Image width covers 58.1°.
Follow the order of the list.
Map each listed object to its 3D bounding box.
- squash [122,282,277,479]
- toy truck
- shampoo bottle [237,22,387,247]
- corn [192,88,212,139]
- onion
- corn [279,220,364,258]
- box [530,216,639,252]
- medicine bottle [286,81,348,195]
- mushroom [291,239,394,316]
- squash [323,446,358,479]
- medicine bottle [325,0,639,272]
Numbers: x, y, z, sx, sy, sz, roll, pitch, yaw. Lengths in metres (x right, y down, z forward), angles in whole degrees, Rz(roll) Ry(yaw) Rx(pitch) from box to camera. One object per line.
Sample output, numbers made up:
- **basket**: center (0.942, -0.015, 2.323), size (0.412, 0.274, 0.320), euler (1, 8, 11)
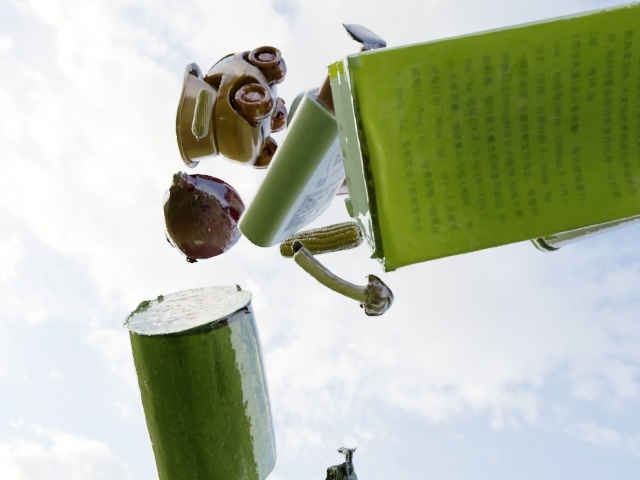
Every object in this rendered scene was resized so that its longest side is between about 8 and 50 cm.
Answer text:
- **squash**: center (-0.234, 0.298, 1.174), size (0.262, 0.263, 0.385), euler (2, -70, 23)
- **toy truck**: center (-0.185, -0.285, 1.265), size (0.211, 0.288, 0.204), euler (5, -36, 4)
- **shampoo bottle**: center (0.003, -0.123, 0.656), size (0.071, 0.153, 0.284), euler (41, -45, 14)
- **corn**: center (-0.192, -0.205, 0.940), size (0.027, 0.028, 0.084), euler (14, -83, 20)
- **onion**: center (-0.223, -0.060, 1.049), size (0.159, 0.160, 0.195), euler (2, -37, 22)
- **corn**: center (0.000, 0.000, 1.514), size (0.230, 0.080, 0.080), euler (-10, -62, 10)
- **box**: center (0.512, -0.175, 1.196), size (0.352, 0.177, 0.344), euler (53, -18, 0)
- **medicine bottle**: center (0.088, -0.227, 1.232), size (0.240, 0.252, 0.253), euler (-3, -60, 37)
- **mushroom**: center (0.029, 0.056, 0.904), size (0.187, 0.060, 0.061), euler (29, -21, 9)
- **squash**: center (0.026, 0.466, 0.823), size (0.087, 0.087, 0.332), euler (-2, -96, 25)
- **medicine bottle**: center (0.137, -0.083, 0.408), size (0.249, 0.137, 0.141), euler (-11, -78, -1)
